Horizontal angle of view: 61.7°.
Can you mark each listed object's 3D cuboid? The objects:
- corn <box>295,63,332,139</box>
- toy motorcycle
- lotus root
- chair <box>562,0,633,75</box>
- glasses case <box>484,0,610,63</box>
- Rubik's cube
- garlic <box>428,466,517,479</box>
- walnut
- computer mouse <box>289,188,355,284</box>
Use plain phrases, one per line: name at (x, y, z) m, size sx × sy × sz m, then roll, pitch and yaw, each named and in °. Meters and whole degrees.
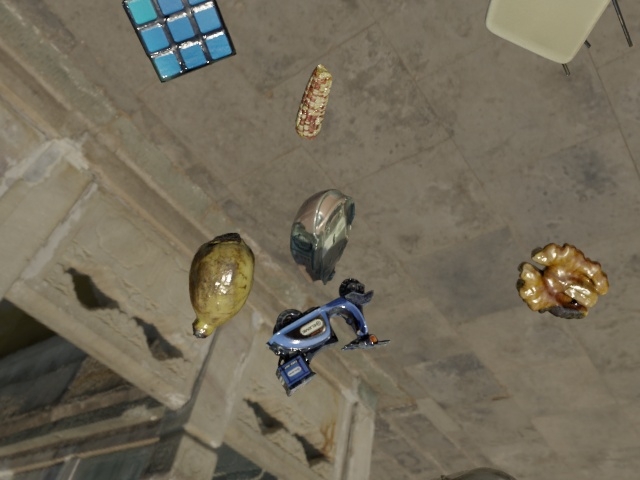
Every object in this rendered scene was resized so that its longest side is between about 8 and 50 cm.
corn at (-0.016, -0.374, 1.467) m, size 0.080 × 0.079 × 0.237 m, roll 18°, pitch 143°, yaw -6°
toy motorcycle at (0.023, 0.251, 1.455) m, size 0.212 × 0.359 × 0.125 m, roll 56°, pitch 158°, yaw 17°
lotus root at (-0.198, 0.087, 1.046) m, size 0.139 × 0.138 × 0.213 m, roll 18°, pitch 97°, yaw -6°
chair at (0.551, -0.506, 1.135) m, size 0.246 × 0.172 × 0.159 m, roll 52°, pitch 152°, yaw -13°
glasses case at (0.270, -0.315, 0.582) m, size 0.131 × 0.070 × 0.313 m, roll 30°, pitch 176°, yaw 13°
Rubik's cube at (-0.272, -0.426, 1.041) m, size 0.161 × 0.163 × 0.162 m, roll -21°, pitch 127°, yaw -2°
garlic at (0.224, 0.389, 0.726) m, size 0.178 × 0.143 × 0.229 m, roll 52°, pitch 165°, yaw -1°
walnut at (0.448, 0.075, 1.014) m, size 0.170 × 0.069 × 0.142 m, roll 32°, pitch 107°, yaw -11°
computer mouse at (-0.005, -0.004, 1.399) m, size 0.115 × 0.199 × 0.389 m, roll 30°, pitch 151°, yaw 19°
